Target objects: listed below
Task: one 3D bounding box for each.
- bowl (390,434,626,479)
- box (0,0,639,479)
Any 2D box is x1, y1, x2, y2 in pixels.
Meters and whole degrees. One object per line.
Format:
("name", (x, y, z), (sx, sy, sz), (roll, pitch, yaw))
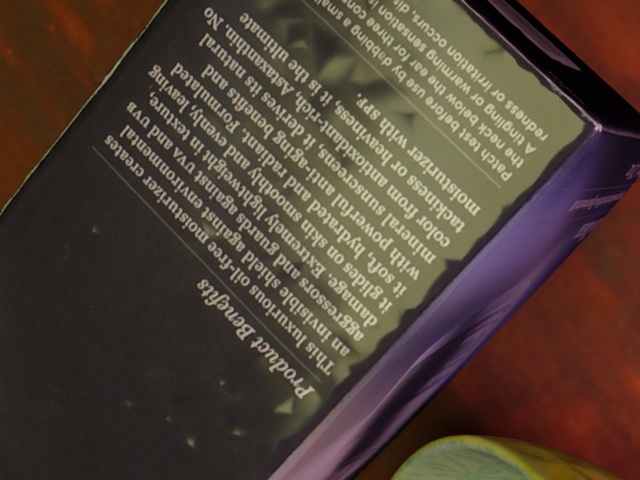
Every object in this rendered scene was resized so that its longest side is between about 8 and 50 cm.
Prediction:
("bowl", (0.144, 0.240, 0.722), (0.156, 0.289, 0.289), (0, 93, -23))
("box", (0.000, 0.000, 0.708), (0.183, 0.296, 0.294), (45, 106, 12))
